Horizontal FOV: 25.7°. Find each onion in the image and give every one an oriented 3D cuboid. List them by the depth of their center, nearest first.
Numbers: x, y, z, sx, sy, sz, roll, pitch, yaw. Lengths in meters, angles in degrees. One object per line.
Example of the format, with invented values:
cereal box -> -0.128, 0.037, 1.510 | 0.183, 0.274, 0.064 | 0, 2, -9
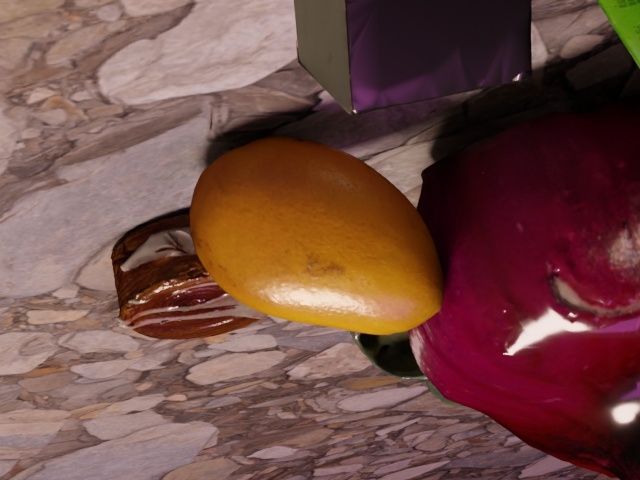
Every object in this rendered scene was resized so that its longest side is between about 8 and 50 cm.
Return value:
onion -> 0.266, 0.096, 1.215 | 0.398, 0.420, 0.398 | -8, 166, -2

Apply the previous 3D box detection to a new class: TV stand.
TV stand -> 0.029, -0.195, 0.569 | 0.088, 0.083, 0.269 | -13, 117, -13

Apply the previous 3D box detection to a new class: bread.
bread -> -0.111, 0.032, 1.282 | 0.160, 0.073, 0.160 | -12, 155, -6

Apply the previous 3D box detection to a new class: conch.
conch -> 0.136, 0.097, 1.471 | 0.176, 0.188, 0.122 | -34, 168, -7

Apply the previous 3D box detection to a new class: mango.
mango -> 0.000, 0.000, 1.121 | 0.219, 0.145, 0.112 | 25, -179, 5

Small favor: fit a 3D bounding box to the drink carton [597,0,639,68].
drink carton -> 0.184, -0.199, 0.767 | 0.108, 0.161, 0.271 | -22, 158, 20
